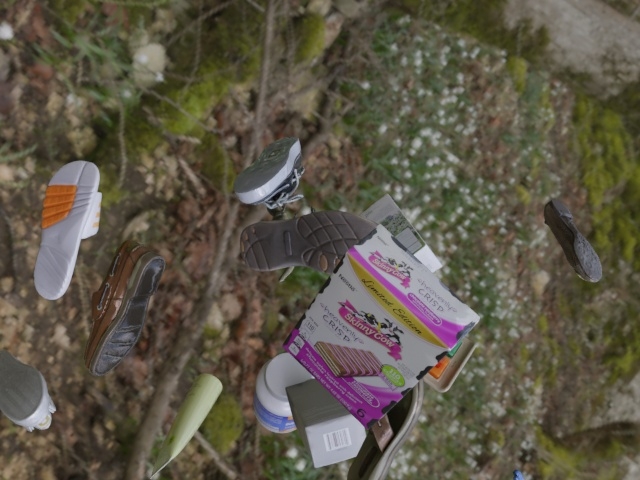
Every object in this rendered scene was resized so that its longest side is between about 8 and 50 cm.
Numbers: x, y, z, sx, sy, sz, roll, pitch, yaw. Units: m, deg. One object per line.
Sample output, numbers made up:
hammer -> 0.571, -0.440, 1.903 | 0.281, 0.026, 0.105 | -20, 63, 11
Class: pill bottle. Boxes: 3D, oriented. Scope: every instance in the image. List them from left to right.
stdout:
pill bottle -> -0.088, 0.374, 2.120 | 0.152, 0.152, 0.272 | -52, 170, -24

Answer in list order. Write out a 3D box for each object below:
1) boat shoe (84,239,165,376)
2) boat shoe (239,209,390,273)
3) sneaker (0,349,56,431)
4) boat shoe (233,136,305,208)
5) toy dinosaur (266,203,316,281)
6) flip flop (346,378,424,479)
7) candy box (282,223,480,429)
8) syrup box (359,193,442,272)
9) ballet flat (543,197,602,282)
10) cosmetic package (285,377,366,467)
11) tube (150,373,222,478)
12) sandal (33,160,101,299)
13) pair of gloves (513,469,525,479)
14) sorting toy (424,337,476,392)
boat shoe -> -0.447, 0.147, 1.882 | 0.307, 0.104, 0.111 | -62, 157, 4
boat shoe -> 0.000, 0.000, 1.640 | 0.116, 0.325, 0.123 | -8, 99, -58
sneaker -> -0.617, 0.352, 1.840 | 0.108, 0.169, 0.293 | -41, -146, -17
boat shoe -> -0.096, -0.122, 1.782 | 0.113, 0.104, 0.306 | -14, -160, 13
toy dinosaur -> -0.063, -0.023, 2.044 | 0.118, 0.268, 0.064 | -22, 141, 12
flip flop -> 0.103, 0.321, 1.513 | 0.277, 0.080, 0.112 | -64, -163, 8
candy box -> 0.063, 0.111, 1.026 | 0.071, 0.159, 0.233 | -39, 167, -39
syrup box -> 0.194, -0.003, 2.104 | 0.093, 0.096, 0.237 | -37, -140, 5
ballet flat -> 0.582, 0.006, 1.999 | 0.058, 0.084, 0.249 | -50, -138, 34
cosmetic package -> 0.010, 0.383, 1.850 | 0.127, 0.107, 0.238 | -14, -169, -8
tube -> -0.275, 0.375, 1.747 | 0.240, 0.062, 0.070 | -62, 151, -47
sandal -> -0.470, -0.019, 1.606 | 0.076, 0.102, 0.265 | 17, 87, -71
pair of gloves -> 0.471, 0.627, 1.970 | 0.023, 0.159, 0.198 | -14, -168, 19
sorting toy -> 0.237, 0.222, 1.900 | 0.347, 0.196, 0.047 | -45, 166, -44
